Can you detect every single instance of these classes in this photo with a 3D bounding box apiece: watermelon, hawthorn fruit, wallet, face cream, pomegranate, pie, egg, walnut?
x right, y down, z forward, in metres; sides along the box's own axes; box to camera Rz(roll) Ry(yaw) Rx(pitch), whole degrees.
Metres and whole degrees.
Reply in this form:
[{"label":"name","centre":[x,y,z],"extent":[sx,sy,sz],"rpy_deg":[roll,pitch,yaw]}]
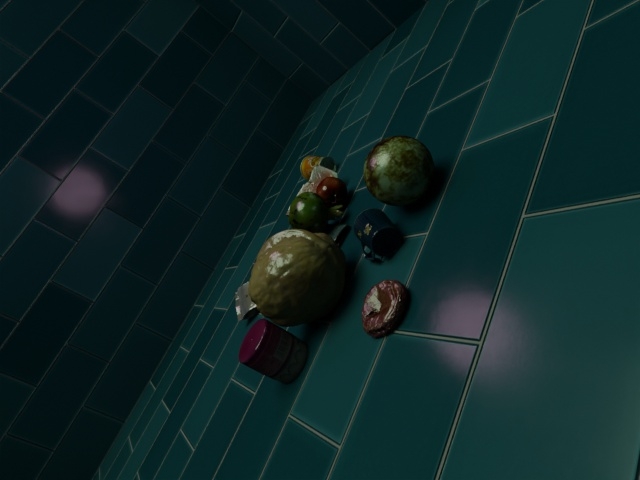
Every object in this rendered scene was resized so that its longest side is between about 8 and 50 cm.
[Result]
[{"label":"watermelon","centre":[-0.035,-0.226,2.191],"extent":[0.305,0.180,0.224],"rpy_deg":[-57,18,-11]},{"label":"hawthorn fruit","centre":[0.054,-0.233,2.039],"extent":[0.157,0.157,0.194],"rpy_deg":[-45,28,27]},{"label":"wallet","centre":[0.000,0.000,1.965],"extent":[0.191,0.046,0.379],"rpy_deg":[-57,19,-12]},{"label":"face cream","centre":[-0.169,0.399,1.528],"extent":[0.175,0.195,0.175],"rpy_deg":[-46,21,24]},{"label":"pomegranate","centre":[-0.025,-0.114,1.911],"extent":[0.211,0.262,0.211],"rpy_deg":[-1,-90,-90]},{"label":"pie","centre":[0.185,0.197,1.256],"extent":[0.182,0.049,0.182],"rpy_deg":[-45,28,32]},{"label":"egg","centre":[0.265,-0.238,1.474],"extent":[0.238,0.238,0.289],"rpy_deg":[-56,7,-1]},{"label":"walnut","centre":[-0.084,0.132,1.566],"extent":[0.381,0.381,0.381],"rpy_deg":[-46,23,25]}]

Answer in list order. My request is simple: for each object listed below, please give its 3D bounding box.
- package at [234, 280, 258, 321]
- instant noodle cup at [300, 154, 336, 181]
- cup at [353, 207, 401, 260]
[{"label":"package","centre":[-0.349,0.287,2.229],"extent":[0.251,0.062,0.204],"rpy_deg":[-38,42,17]},{"label":"instant noodle cup","centre":[-0.004,-0.423,2.486],"extent":[0.185,0.168,0.168],"rpy_deg":[9,66,59]},{"label":"cup","centre":[0.194,-0.005,1.462],"extent":[0.155,0.131,0.177],"rpy_deg":[-123,39,-64]}]
